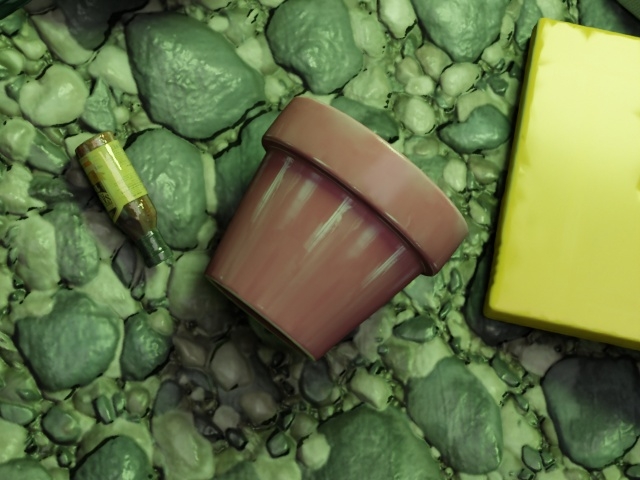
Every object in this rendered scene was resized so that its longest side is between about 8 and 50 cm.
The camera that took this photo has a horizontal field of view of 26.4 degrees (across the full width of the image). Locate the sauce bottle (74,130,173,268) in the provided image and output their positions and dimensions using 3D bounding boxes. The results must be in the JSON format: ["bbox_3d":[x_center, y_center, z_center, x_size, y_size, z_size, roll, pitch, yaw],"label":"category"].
[{"bbox_3d":[-0.175,-0.036,1.229,0.042,0.042,0.128,-29,89,-24],"label":"sauce bottle"}]

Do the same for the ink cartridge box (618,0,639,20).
[{"bbox_3d":[0.425,-0.322,1.529,0.224,0.045,0.223,38,68,-11],"label":"ink cartridge box"}]

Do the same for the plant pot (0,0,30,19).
[{"bbox_3d":[-0.387,-0.295,1.057,0.341,0.341,0.334,-36,101,-24],"label":"plant pot"}]

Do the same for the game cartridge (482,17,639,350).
[{"bbox_3d":[0.331,-0.048,1.393,0.285,0.052,0.323,13,76,0],"label":"game cartridge"}]

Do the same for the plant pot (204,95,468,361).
[{"bbox_3d":[0.000,0.000,1.222,0.201,0.201,0.180,40,83,-10],"label":"plant pot"}]
